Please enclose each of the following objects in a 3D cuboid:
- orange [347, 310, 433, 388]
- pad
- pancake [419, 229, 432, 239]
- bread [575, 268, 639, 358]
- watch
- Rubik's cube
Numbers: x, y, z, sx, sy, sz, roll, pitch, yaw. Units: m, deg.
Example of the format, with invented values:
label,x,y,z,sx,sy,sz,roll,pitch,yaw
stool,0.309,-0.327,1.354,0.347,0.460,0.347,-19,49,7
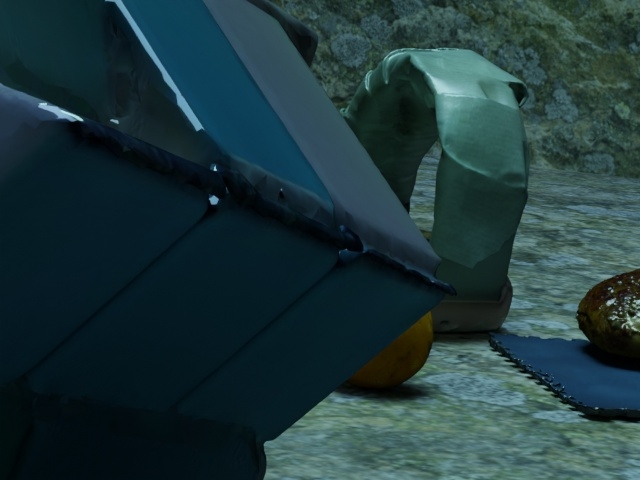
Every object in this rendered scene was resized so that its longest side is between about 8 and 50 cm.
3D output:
label,x,y,z,sx,sy,sz,roll,pitch,yaw
orange,0.040,0.066,1.233,0.083,0.084,0.083,4,8,-1
pad,0.287,0.107,1.340,0.268,0.012,0.269,4,8,-10
pancake,0.000,0.000,1.894,0.288,0.033,0.286,5,8,9
bread,0.305,0.063,1.403,0.193,0.064,0.193,3,11,-1
watch,0.085,-0.048,1.515,0.161,0.241,0.253,-1,9,-25
Rubik's cube,-0.161,-0.020,0.691,0.368,0.358,0.387,22,-2,31
